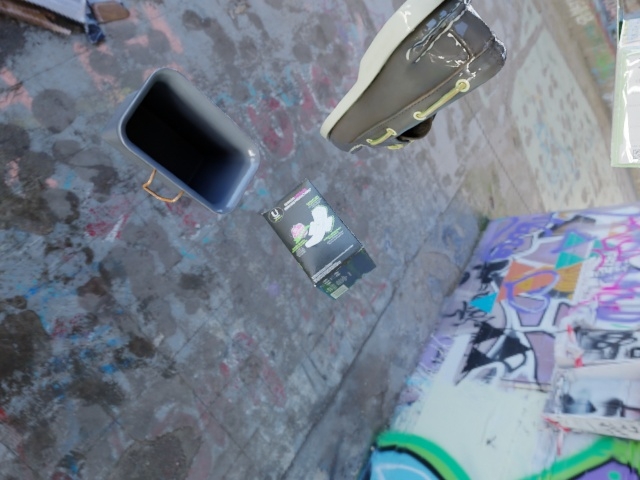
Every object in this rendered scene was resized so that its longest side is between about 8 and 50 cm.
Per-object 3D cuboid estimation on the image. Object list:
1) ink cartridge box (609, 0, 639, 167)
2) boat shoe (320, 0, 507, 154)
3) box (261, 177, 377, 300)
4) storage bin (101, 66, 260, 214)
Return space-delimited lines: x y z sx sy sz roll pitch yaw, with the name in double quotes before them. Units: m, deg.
"ink cartridge box" 0.330 -0.213 0.521 0.171 0.056 0.235 -45 132 -48
"boat shoe" 0.058 -0.105 0.395 0.068 0.228 0.081 45 78 -2
"box" 0.000 0.000 0.443 0.083 0.052 0.062 53 2 24
"storage bin" -0.145 -0.086 0.499 0.135 0.091 0.098 40 70 -38
